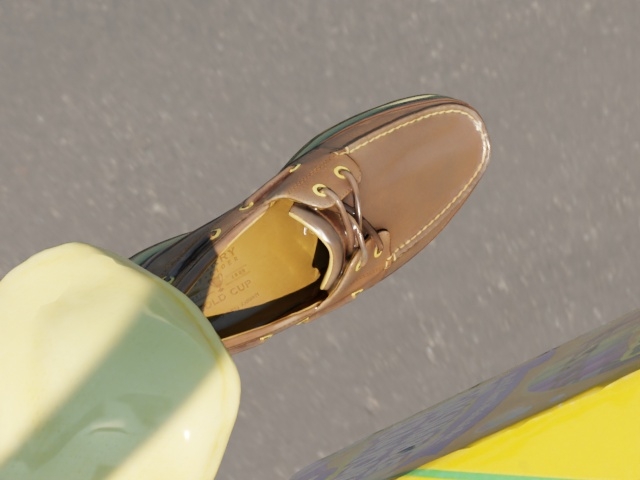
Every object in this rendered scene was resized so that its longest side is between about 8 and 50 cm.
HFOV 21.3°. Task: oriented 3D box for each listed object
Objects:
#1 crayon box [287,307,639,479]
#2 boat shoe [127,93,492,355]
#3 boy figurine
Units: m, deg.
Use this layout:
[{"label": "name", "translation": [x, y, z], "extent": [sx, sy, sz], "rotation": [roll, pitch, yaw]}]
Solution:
[{"label": "crayon box", "translation": [0.103, 0.098, 0.725], "extent": [0.323, 0.203, 0.083], "rotation": [-27, 89, 21]}, {"label": "boat shoe", "translation": [0.000, 0.000, 0.662], "extent": [0.178, 0.060, 0.064], "rotation": [-32, 103, -18]}, {"label": "boy figurine", "translation": [-0.128, 0.119, 0.554], "extent": [0.285, 0.177, 0.092], "rotation": [-54, 56, 29]}]
